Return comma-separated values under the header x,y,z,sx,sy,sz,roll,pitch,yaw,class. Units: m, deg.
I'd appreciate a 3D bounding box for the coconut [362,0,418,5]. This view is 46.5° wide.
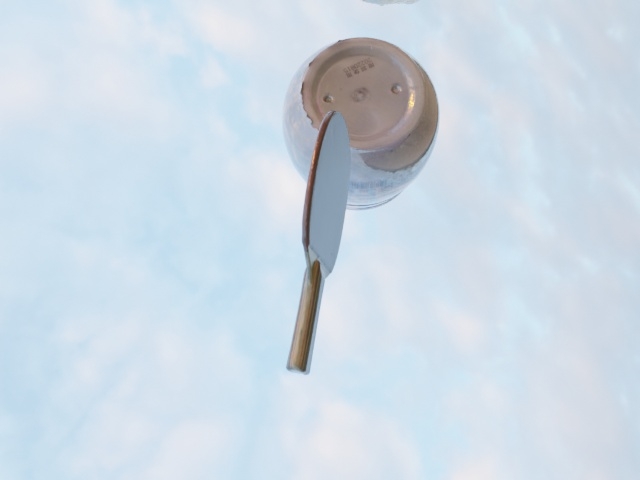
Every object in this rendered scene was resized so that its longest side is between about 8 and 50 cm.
x,y,z,sx,sy,sz,roll,pitch,yaw,class
0.117,-0.706,1.569,0.415,0.344,0.416,34,-145,-28,coconut

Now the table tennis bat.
x,y,z,sx,sy,sz,roll,pitch,yaw,class
0.000,0.000,0.765,0.154,0.021,0.275,55,-138,-69,table tennis bat

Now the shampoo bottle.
x,y,z,sx,sy,sz,roll,pitch,yaw,class
0.069,-0.200,1.319,0.272,0.266,0.273,0,-108,-1,shampoo bottle
